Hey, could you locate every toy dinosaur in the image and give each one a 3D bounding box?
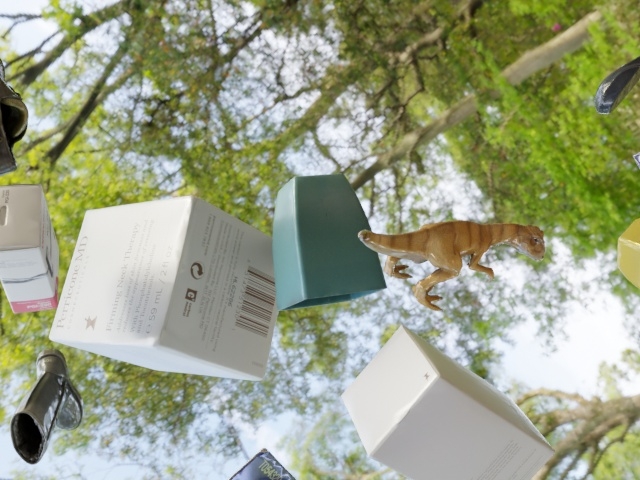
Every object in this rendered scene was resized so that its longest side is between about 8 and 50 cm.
[{"bbox_3d":[0.090,0.005,0.589,0.211,0.112,0.064,-3,-128,-29],"label":"toy dinosaur"}]

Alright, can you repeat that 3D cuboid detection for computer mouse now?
[{"bbox_3d":[0.526,-0.305,1.158,0.041,0.242,0.071,39,173,23],"label":"computer mouse"}]

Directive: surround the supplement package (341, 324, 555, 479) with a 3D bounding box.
[{"bbox_3d":[0.215,0.313,1.212,0.293,0.177,0.175,35,-170,-24],"label":"supplement package"}]

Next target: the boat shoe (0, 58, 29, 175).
[{"bbox_3d":[-0.247,-0.093,0.537,0.049,0.056,0.152,-7,-132,-11],"label":"boat shoe"}]

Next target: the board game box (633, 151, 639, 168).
[{"bbox_3d":[0.634,-0.133,1.145,0.035,0.201,0.136,19,-132,-44],"label":"board game box"}]

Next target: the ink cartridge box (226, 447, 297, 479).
[{"bbox_3d":[-0.130,0.487,1.004,0.071,0.330,0.324,42,167,41],"label":"ink cartridge box"}]

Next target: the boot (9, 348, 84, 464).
[{"bbox_3d":[-0.469,0.309,1.221,0.208,0.076,0.189,-123,19,-62],"label":"boot"}]

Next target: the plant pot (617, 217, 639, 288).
[{"bbox_3d":[0.416,0.016,0.870,0.081,0.083,0.081,-39,-48,-27],"label":"plant pot"}]

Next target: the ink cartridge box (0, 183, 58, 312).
[{"bbox_3d":[-0.573,0.017,1.377,0.092,0.218,0.158,-6,-125,-12],"label":"ink cartridge box"}]

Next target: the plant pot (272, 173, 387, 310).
[{"bbox_3d":[0.000,0.000,1.346,0.165,0.166,0.234,-6,-101,-22],"label":"plant pot"}]

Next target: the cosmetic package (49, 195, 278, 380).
[{"bbox_3d":[-0.338,0.120,1.623,0.327,0.394,0.329,29,-116,-46],"label":"cosmetic package"}]
